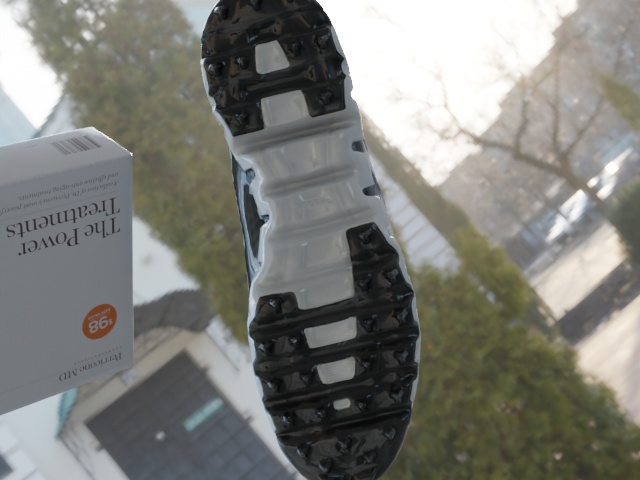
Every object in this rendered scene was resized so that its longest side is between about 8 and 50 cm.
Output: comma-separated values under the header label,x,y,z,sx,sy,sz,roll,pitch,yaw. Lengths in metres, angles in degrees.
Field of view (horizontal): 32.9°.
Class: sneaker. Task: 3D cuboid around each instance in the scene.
label,x,y,z,sx,sy,sz,roll,pitch,yaw
sneaker,0.000,0.000,0.522,0.078,0.234,0.106,-12,-4,4

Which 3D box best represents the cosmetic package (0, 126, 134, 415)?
label,x,y,z,sx,sy,sz,roll,pitch,yaw
cosmetic package,-0.382,0.058,1.154,0.377,0.097,0.284,-19,-52,-36
